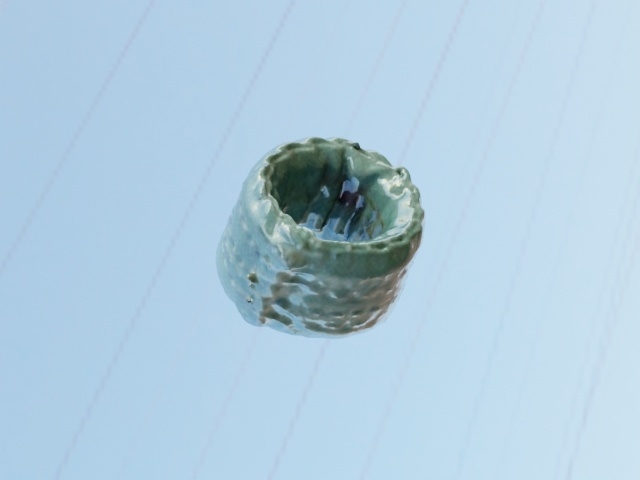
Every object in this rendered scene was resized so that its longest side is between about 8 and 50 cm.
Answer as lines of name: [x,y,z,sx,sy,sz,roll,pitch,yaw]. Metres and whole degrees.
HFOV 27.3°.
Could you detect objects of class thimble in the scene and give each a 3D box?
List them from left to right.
thimble: [0.000,0.000,1.400,0.235,0.198,0.143,-35,-24,-44]
